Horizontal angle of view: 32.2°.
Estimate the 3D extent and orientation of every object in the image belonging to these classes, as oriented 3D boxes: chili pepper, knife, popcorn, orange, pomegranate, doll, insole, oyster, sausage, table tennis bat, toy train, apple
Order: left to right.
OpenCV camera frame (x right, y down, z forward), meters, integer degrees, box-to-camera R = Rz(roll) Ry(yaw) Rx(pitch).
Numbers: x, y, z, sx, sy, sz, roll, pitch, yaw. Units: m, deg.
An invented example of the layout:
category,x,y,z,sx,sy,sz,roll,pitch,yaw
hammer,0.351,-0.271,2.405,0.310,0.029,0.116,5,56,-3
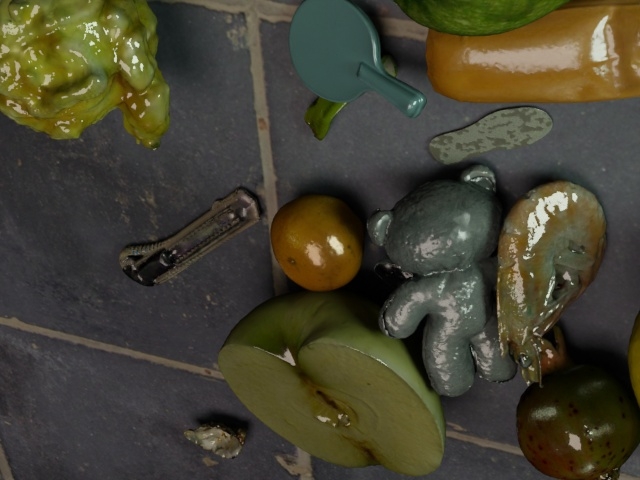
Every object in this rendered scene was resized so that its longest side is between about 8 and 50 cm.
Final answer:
category,x,y,z,sx,sy,sz,roll,pitch,yaw
popcorn,-0.367,-0.286,1.581,0.279,0.274,0.335,-9,103,-15
knife,-0.233,0.002,1.918,0.365,0.043,0.089,-27,112,40
oyster,-0.199,0.393,2.219,0.148,0.051,0.103,0,138,38
orange,0.000,0.000,1.730,0.159,0.136,0.159,31,142,28
apple,0.029,0.249,1.826,0.311,0.320,0.360,-35,125,2
chili pepper,0.033,-0.209,1.604,0.201,0.050,0.052,-35,72,44
table tennis bat,0.049,-0.244,1.527,0.237,0.038,0.149,37,126,23
toy train,0.198,0.077,1.749,0.234,0.051,0.052,24,133,7
doll,0.191,0.064,1.660,0.246,0.158,0.340,-20,114,-6
insole,0.239,-0.148,1.571,0.193,0.006,0.065,-17,118,37
sausage,0.312,-0.238,1.385,0.354,0.116,0.134,2,113,23
pomegranate,0.394,0.256,1.711,0.198,0.198,0.246,-3,107,29

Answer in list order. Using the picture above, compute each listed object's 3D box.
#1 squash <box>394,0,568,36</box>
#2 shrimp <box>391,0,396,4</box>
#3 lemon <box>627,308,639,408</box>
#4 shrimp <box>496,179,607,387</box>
category,x,y,z,sx,sy,sz,roll,pitch,yaw
squash,0.199,-0.357,1.208,0.310,0.309,0.310,14,131,16
shrimp,0.033,-0.443,1.398,0.164,0.062,0.317,-1,122,33
lemon,0.564,0.154,1.442,0.364,0.364,0.364,14,132,16
shrimp,0.331,0.065,1.593,0.168,0.077,0.317,-5,113,-11
